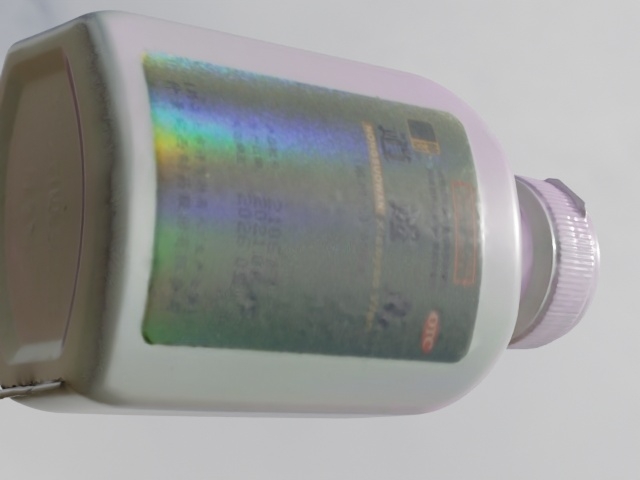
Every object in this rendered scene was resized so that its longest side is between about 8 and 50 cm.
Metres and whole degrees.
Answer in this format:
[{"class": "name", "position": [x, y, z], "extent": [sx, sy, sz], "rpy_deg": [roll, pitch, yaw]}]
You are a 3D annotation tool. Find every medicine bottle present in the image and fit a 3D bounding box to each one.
[{"class": "medicine bottle", "position": [0.000, 0.000, 0.517], "extent": [0.078, 0.219, 0.115], "rpy_deg": [-12, -104, 48]}]
